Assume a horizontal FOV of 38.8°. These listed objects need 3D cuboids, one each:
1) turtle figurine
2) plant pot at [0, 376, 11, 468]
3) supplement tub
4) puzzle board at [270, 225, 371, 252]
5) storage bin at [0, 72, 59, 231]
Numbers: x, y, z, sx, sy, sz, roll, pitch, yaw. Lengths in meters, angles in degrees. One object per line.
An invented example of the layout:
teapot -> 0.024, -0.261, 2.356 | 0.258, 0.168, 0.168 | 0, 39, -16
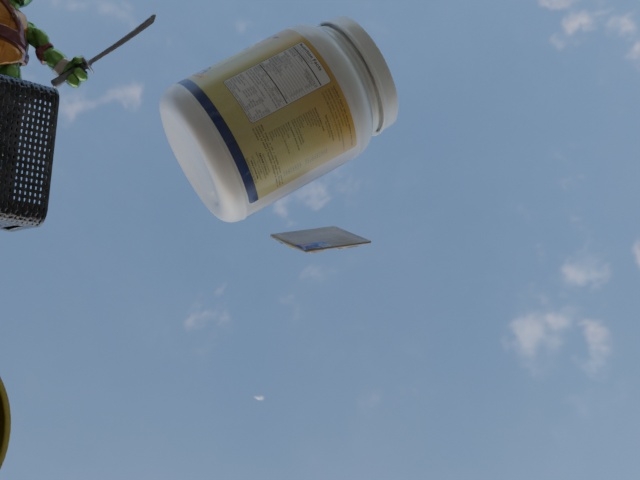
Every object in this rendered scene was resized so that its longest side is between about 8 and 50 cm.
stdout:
turtle figurine -> -0.415, -0.258, 1.228 | 0.274, 0.198, 0.266 | 10, -105, 17
plant pot -> -0.261, 0.104, 0.543 | 0.134, 0.095, 0.134 | -2, -85, -25
supplement tub -> -0.062, -0.192, 1.396 | 0.316, 0.228, 0.228 | -30, -91, -16
puzzle board -> 0.000, 0.000, 1.415 | 0.128, 0.096, 0.011 | -8, -70, -36
storage bin -> -0.400, -0.108, 1.139 | 0.084, 0.122, 0.180 | 12, -102, -41
